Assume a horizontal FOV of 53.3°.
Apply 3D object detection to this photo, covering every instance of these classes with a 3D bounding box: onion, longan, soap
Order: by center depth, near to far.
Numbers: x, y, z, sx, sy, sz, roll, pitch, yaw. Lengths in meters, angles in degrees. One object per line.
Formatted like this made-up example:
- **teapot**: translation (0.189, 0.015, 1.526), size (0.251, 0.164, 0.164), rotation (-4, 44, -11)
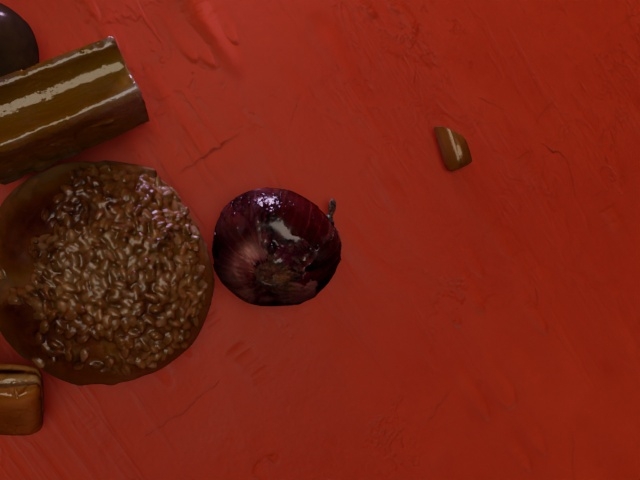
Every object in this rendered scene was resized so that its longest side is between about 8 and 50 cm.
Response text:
- **soap**: translation (-0.450, -0.215, 1.094), size (0.281, 0.259, 0.143), rotation (-28, 92, -11)
- **longan**: translation (-0.598, -0.326, 1.104), size (0.204, 0.159, 0.185), rotation (7, 105, -37)
- **onion**: translation (-0.081, 0.007, 1.215), size (0.252, 0.219, 0.252), rotation (6, 122, 9)

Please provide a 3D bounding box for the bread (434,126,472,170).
- **bread**: translation (0.289, -0.204, 1.376), size (0.062, 0.049, 0.103), rotation (-19, 95, -13)

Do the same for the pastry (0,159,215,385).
- **pastry**: translation (-0.379, 0.054, 1.116), size (0.409, 0.245, 0.410), rotation (1, 87, -14)

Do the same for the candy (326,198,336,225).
- **candy**: translation (0.000, 0.000, 1.308), size (0.043, 0.045, 0.175), rotation (13, 86, 0)

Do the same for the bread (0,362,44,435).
- **bread**: translation (-0.541, 0.280, 1.104), size (0.115, 0.200, 0.077), rotation (3, 52, -21)
